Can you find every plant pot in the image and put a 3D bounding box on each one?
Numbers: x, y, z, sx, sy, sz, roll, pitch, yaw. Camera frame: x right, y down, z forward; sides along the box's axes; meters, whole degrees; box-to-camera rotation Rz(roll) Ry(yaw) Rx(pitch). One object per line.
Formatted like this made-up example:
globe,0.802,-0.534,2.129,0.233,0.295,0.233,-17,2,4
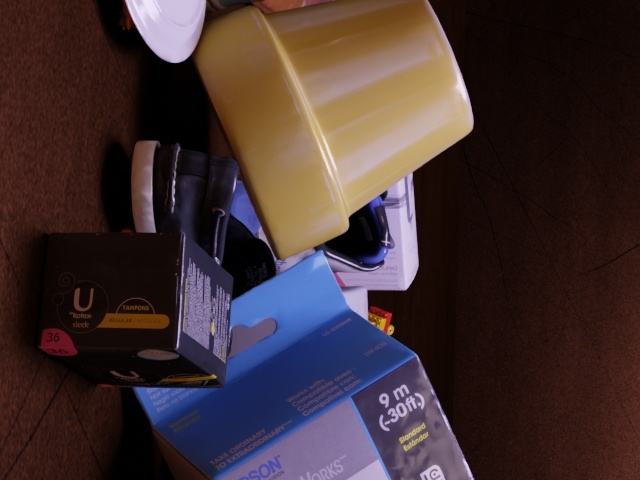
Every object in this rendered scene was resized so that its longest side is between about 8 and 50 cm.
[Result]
plant pot,0.016,-0.138,1.804,0.254,0.239,0.254,158,-90,-87

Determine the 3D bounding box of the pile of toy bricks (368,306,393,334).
pile of toy bricks,0.013,0.184,2.354,0.105,0.118,0.212,6,101,-50

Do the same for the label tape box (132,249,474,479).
label tape box,-0.003,0.209,1.673,0.106,0.241,0.333,0,-62,64

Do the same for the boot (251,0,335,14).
boot,-0.047,-0.374,2.140,0.280,0.096,0.264,41,57,-64

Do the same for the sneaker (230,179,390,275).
sneaker,0.000,0.000,2.055,0.315,0.182,0.127,27,65,-76

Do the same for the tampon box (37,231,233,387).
tampon box,-0.153,0.061,1.509,0.161,0.120,0.101,51,40,-70

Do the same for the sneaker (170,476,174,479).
sneaker,-0.108,0.332,1.795,0.145,0.090,0.270,64,32,-65

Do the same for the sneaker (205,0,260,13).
sneaker,-0.053,-0.383,1.757,0.127,0.208,0.319,-69,155,-56

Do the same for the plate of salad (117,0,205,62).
plate of salad,-0.157,-0.264,1.659,0.200,0.048,0.199,-7,90,-69

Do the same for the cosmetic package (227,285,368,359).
cosmetic package,-0.036,0.129,1.964,0.184,0.151,0.151,-1,91,-78

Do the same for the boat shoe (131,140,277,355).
boat shoe,-0.101,0.021,1.733,0.340,0.113,0.127,81,8,-50

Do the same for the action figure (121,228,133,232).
action figure,-0.175,0.047,1.628,0.038,0.030,0.115,-26,113,-72

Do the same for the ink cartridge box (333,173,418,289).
ink cartridge box,0.037,-0.051,2.272,0.092,0.159,0.217,-58,146,-66
